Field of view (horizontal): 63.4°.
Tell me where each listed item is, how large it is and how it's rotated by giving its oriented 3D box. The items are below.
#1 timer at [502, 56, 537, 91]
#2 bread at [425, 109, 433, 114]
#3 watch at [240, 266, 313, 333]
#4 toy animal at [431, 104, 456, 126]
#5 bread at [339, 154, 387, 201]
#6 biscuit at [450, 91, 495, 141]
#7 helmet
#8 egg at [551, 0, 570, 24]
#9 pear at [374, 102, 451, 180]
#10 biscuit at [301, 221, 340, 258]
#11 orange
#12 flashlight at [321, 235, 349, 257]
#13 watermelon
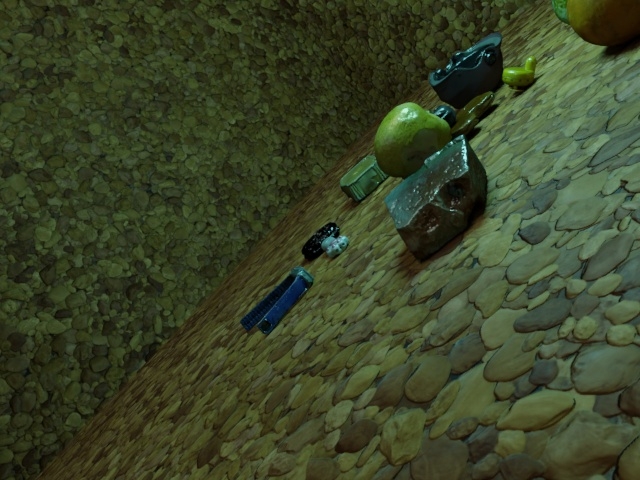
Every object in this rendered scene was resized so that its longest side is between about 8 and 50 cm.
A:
[{"bbox_3d":[0.684,-0.577,1.783,0.107,0.109,0.107,0,27,0],"label":"timer"},{"bbox_3d":[0.382,-0.416,2.102,0.134,0.129,0.260,3,47,52],"label":"bread"},{"bbox_3d":[-0.150,0.212,1.833,0.274,0.068,0.276,-51,14,-18],"label":"watch"},{"bbox_3d":[0.448,-0.457,1.981,0.137,0.082,0.269,-39,5,16],"label":"toy animal"},{"bbox_3d":[0.196,-0.273,2.325,0.210,0.110,0.192,-43,17,-1],"label":"bread"},{"bbox_3d":[0.543,-0.442,1.894,0.277,0.052,0.262,-46,9,-9],"label":"biscuit"},{"bbox_3d":[0.628,-0.678,2.137,0.338,0.197,0.271,-36,19,-6],"label":"helmet"},{"bbox_3d":[0.924,-0.885,1.795,0.289,0.238,0.238,-52,11,0],"label":"egg"},{"bbox_3d":[0.313,-0.336,1.794,0.271,0.271,0.271,-40,11,10],"label":"pear"},{"bbox_3d":[0.000,0.000,2.106,0.194,0.053,0.194,-40,12,10],"label":"biscuit"},{"bbox_3d":[0.812,-0.664,1.386,0.284,0.226,0.284,-42,17,16],"label":"orange"},{"bbox_3d":[0.046,0.015,1.909,0.093,0.047,0.200,-44,12,-6],"label":"flashlight"},{"bbox_3d":[0.293,-0.120,1.295,0.264,0.151,0.302,-37,12,22],"label":"watermelon"}]
